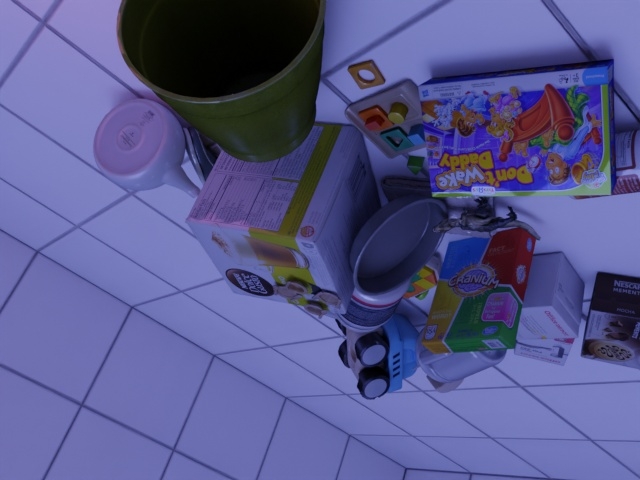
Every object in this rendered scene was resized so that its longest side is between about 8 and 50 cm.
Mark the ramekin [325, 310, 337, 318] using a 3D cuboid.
[{"bbox_3d":[0.002,0.157,2.136,0.272,0.127,0.273,21,169,4],"label":"ramekin"}]

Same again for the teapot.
[{"bbox_3d":[-0.455,-0.236,1.761,0.252,0.256,0.187,-7,164,15],"label":"teapot"}]

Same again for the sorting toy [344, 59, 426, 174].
[{"bbox_3d":[0.170,-0.254,1.486,0.347,0.047,0.196,39,146,-29],"label":"sorting toy"}]

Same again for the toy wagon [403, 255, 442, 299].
[{"bbox_3d":[0.219,0.099,2.032,0.267,0.068,0.344,29,150,-14],"label":"toy wagon"}]

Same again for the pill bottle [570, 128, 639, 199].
[{"bbox_3d":[0.592,-0.151,1.311,0.216,0.121,0.121,-6,142,39],"label":"pill bottle"}]

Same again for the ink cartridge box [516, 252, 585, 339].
[{"bbox_3d":[0.560,0.155,1.801,0.232,0.168,0.171,-9,140,42],"label":"ink cartridge box"}]

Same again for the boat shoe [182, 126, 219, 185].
[{"bbox_3d":[-0.296,-0.199,1.867,0.099,0.116,0.320,-26,136,-7],"label":"boat shoe"}]

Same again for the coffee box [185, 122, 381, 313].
[{"bbox_3d":[-0.073,-0.063,1.666,0.334,0.338,0.338,9,149,21],"label":"coffee box"}]

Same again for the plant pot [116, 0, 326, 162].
[{"bbox_3d":[-0.148,-0.334,1.301,0.366,0.367,0.353,14,163,13],"label":"plant pot"}]

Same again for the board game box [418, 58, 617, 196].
[{"bbox_3d":[0.376,-0.206,1.289,0.346,0.078,0.234,1,113,31],"label":"board game box"}]

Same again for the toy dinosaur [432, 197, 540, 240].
[{"bbox_3d":[0.404,-0.049,1.590,0.267,0.064,0.118,5,152,1],"label":"toy dinosaur"}]

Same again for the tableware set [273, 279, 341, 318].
[{"bbox_3d":[-0.034,0.137,1.611,0.168,0.020,0.141,24,153,-9],"label":"tableware set"}]

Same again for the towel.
[{"bbox_3d":[0.301,-0.081,1.694,0.282,0.049,0.187,7,148,24],"label":"towel"}]

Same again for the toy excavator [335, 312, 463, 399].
[{"bbox_3d":[0.303,0.397,2.328,0.444,0.222,0.433,-14,123,-14],"label":"toy excavator"}]

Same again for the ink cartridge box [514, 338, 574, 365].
[{"bbox_3d":[0.677,0.282,2.022,0.158,0.092,0.218,12,152,17],"label":"ink cartridge box"}]

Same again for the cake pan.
[{"bbox_3d":[0.184,0.006,1.627,0.054,0.293,0.293,46,166,34],"label":"cake pan"}]

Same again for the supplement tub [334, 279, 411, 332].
[{"bbox_3d":[0.135,0.132,1.874,0.191,0.191,0.272,20,151,2],"label":"supplement tub"}]

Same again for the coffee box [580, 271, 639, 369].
[{"bbox_3d":[0.807,0.220,1.804,0.168,0.119,0.297,10,150,21],"label":"coffee box"}]

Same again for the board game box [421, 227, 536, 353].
[{"bbox_3d":[0.402,0.129,1.708,0.064,0.317,0.242,39,146,-29],"label":"board game box"}]

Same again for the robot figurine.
[{"bbox_3d":[0.438,0.324,2.101,0.299,0.200,0.353,-6,157,-42],"label":"robot figurine"}]
